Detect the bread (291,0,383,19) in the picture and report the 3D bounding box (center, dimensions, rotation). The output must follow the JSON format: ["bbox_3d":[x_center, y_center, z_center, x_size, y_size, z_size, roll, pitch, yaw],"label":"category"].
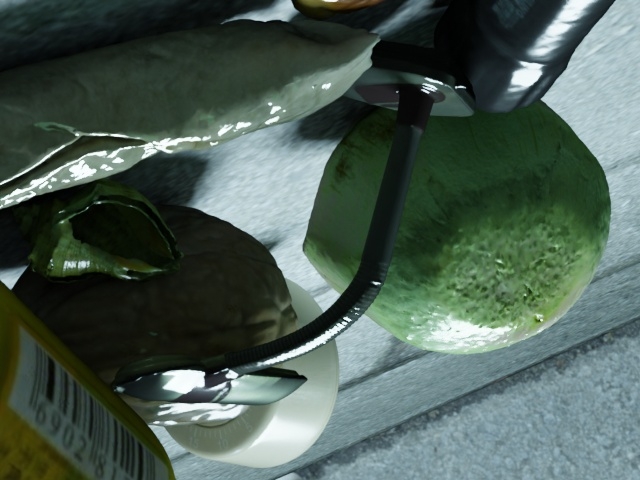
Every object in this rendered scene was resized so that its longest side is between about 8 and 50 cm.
[{"bbox_3d":[0.028,-0.161,1.073,0.154,0.054,0.136,-7,164,-39],"label":"bread"}]

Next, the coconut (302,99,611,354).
[{"bbox_3d":[0.102,-0.025,1.459,0.204,0.236,0.236,31,131,-31],"label":"coconut"}]

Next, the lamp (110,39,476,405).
[{"bbox_3d":[0.005,0.005,1.282,0.283,0.124,0.203,-63,162,1],"label":"lamp"}]

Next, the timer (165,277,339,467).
[{"bbox_3d":[-0.129,0.113,1.645,0.175,0.175,0.266,-33,159,31],"label":"timer"}]

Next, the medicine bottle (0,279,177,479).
[{"bbox_3d":[-0.208,0.177,1.255,0.224,0.224,0.384,-28,137,10],"label":"medicine bottle"}]

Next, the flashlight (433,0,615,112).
[{"bbox_3d":[0.155,-0.186,1.129,0.103,0.103,0.424,-21,168,-20],"label":"flashlight"}]

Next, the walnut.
[{"bbox_3d":[-0.128,0.058,1.411,0.230,0.178,0.178,-6,159,-31],"label":"walnut"}]

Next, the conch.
[{"bbox_3d":[-0.149,-0.004,1.302,0.121,0.074,0.089,18,155,-9],"label":"conch"}]

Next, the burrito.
[{"bbox_3d":[-0.151,-0.057,1.079,0.392,0.076,0.117,-18,174,-24],"label":"burrito"}]
